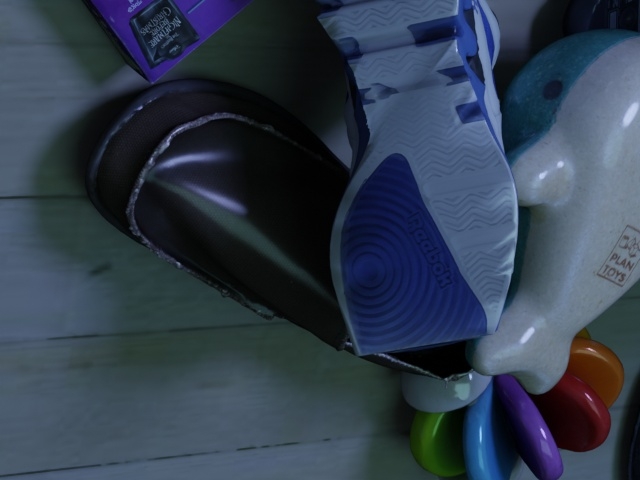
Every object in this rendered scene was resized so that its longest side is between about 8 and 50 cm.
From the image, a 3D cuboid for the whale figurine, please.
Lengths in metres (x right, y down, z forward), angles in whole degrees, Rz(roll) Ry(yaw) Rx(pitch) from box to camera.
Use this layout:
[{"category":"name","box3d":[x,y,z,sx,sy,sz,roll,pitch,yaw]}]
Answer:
[{"category":"whale figurine","box3d":[0.177,-0.027,1.319,0.216,0.141,0.272,20,98,-50]}]

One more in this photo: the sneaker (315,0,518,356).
[{"category":"sneaker","box3d":[0.076,-0.087,1.217,0.127,0.182,0.316,-6,92,15]}]

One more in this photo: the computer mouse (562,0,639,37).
[{"category":"computer mouse","box3d":[0.278,-0.200,1.409,0.242,0.041,0.071,-20,124,-30]}]

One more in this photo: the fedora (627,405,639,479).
[{"category":"fedora","box3d":[0.436,0.185,1.632,0.334,0.152,0.334,-15,122,-25]}]

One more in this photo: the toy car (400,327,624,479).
[{"category":"toy car","box3d":[0.162,0.136,1.445,0.182,0.136,0.159,-32,128,-14]}]

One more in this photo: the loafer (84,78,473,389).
[{"category":"loafer","box3d":[0.000,0.000,1.275,0.366,0.130,0.134,25,100,-38]}]

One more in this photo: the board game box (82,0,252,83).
[{"category":"board game box","box3d":[-0.036,-0.286,1.157,0.347,0.056,0.208,-41,133,-7]}]
